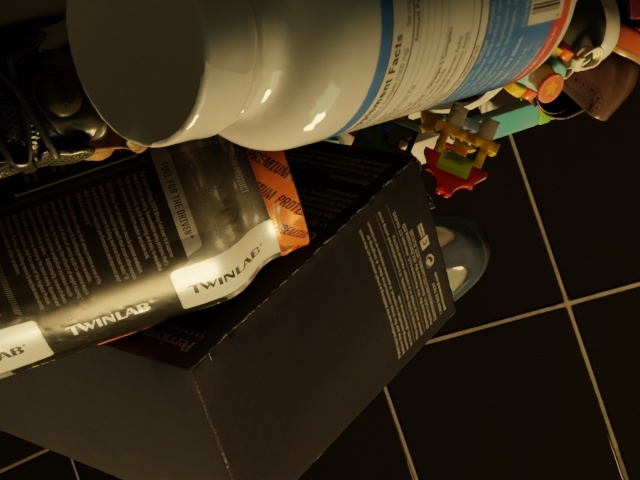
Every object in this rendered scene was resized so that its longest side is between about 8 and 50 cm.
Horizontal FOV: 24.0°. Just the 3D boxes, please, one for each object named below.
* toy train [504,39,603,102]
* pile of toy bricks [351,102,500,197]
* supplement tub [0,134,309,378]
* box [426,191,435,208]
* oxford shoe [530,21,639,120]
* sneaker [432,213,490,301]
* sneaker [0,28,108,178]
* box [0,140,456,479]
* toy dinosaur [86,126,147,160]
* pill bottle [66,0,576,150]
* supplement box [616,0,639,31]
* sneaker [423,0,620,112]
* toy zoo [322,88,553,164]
[{"bbox_3d":[0.202,-0.176,1.242,0.125,0.046,0.166,-23,142,-8],"label":"toy train"},{"bbox_3d":[0.055,-0.095,1.417,0.212,0.105,0.118,23,178,5],"label":"pile of toy bricks"},{"bbox_3d":[-0.180,-0.017,1.154,0.316,0.194,0.193,-19,-179,-3],"label":"supplement tub"},{"bbox_3d":[0.000,0.000,1.602,0.164,0.021,0.201,-19,179,-38],"label":"box"},{"bbox_3d":[0.217,-0.178,1.485,0.097,0.098,0.271,21,-176,-23],"label":"oxford shoe"},{"bbox_3d":[0.030,0.060,1.598,0.319,0.112,0.131,-21,-178,6],"label":"sneaker"},{"bbox_3d":[-0.201,-0.064,0.818,0.130,0.087,0.227,-20,-177,18],"label":"sneaker"},{"bbox_3d":[-0.114,0.053,1.365,0.343,0.179,0.312,13,-138,39],"label":"box"},{"bbox_3d":[-0.144,-0.070,0.974,0.211,0.064,0.112,5,-144,43],"label":"toy dinosaur"},{"bbox_3d":[0.003,-0.109,0.668,0.221,0.124,0.124,-18,180,-41],"label":"pill bottle"},{"bbox_3d":[0.331,-0.244,1.437,0.104,0.081,0.188,-4,-178,4],"label":"supplement box"},{"bbox_3d":[0.121,-0.181,1.399,0.146,0.105,0.295,-4,177,-36],"label":"sneaker"},{"bbox_3d":[0.114,-0.153,1.580,0.293,0.030,0.192,-19,-142,-16],"label":"toy zoo"}]
